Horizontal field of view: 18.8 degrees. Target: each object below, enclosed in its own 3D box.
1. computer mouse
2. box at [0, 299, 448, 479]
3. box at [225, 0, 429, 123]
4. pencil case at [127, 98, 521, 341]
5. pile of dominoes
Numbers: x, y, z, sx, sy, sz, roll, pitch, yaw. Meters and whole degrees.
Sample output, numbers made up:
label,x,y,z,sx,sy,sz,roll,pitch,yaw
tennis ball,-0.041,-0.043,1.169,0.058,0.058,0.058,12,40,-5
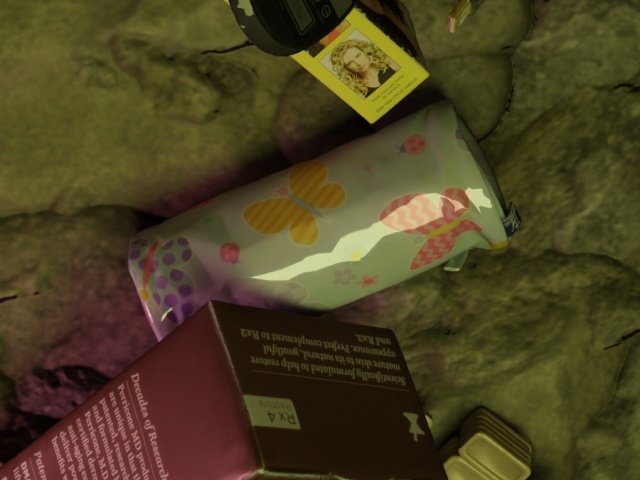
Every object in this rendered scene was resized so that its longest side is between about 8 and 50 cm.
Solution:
label,x,y,z,sx,sy,sz,roll,pitch,yaw
computer mouse,0.031,-0.188,1.207,0.262,0.060,0.184,-54,130,-26
box,-0.116,0.201,1.391,0.381,0.143,0.191,-36,149,32
box,-0.029,-0.178,1.250,0.058,0.087,0.232,-40,124,20
pencil case,0.000,0.000,1.369,0.273,0.113,0.124,-22,149,4
pile of dominoes,0.080,0.247,1.602,0.196,0.040,0.251,37,116,-12
